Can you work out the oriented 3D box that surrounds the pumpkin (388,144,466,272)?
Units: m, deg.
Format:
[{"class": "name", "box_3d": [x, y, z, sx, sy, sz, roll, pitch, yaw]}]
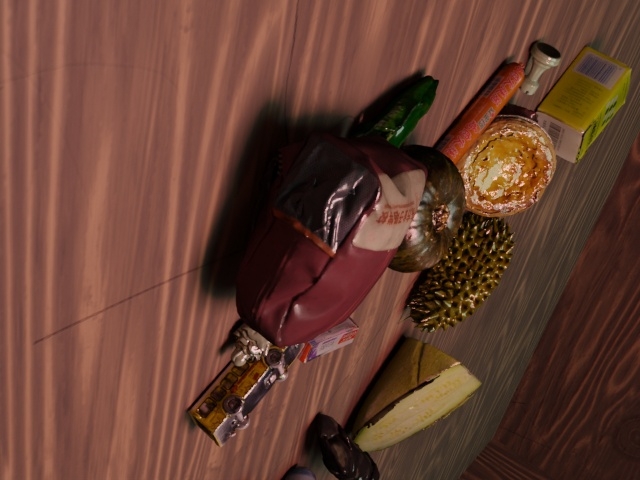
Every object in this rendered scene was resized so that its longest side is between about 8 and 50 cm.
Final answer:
[{"class": "pumpkin", "box_3d": [0.156, -0.056, 1.564, 0.223, 0.157, 0.224, -26, 128, -39]}]

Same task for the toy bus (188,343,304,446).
[{"class": "toy bus", "box_3d": [-0.115, 0.228, 1.479, 0.226, 0.074, 0.081, -49, 157, -20]}]

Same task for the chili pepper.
[{"class": "chili pepper", "box_3d": [0.127, -0.195, 1.453, 0.216, 0.062, 0.108, -44, 160, -30]}]

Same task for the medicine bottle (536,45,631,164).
[{"class": "medicine bottle", "box_3d": [0.644, -0.335, 2.216, 0.250, 0.141, 0.137, -49, 159, -19]}]

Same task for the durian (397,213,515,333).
[{"class": "durian", "box_3d": [0.334, 0.072, 2.094, 0.356, 0.157, 0.169, -51, 173, -15]}]

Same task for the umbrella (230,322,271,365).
[{"class": "umbrella", "box_3d": [-0.094, 0.140, 1.430, 0.143, 0.062, 0.067, -52, 128, -18]}]

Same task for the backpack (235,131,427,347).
[{"class": "backpack", "box_3d": [0.000, 0.000, 1.272, 0.317, 0.197, 0.283, -60, 159, 17]}]

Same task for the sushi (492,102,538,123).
[{"class": "sushi", "box_3d": [0.435, -0.214, 1.994, 0.161, 0.107, 0.241, -39, 150, -45]}]

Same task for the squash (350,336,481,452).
[{"class": "squash", "box_3d": [0.213, 0.414, 2.210, 0.309, 0.210, 0.233, -59, 147, -9]}]

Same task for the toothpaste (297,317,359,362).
[{"class": "toothpaste", "box_3d": [0.011, 0.187, 1.728, 0.196, 0.040, 0.047, -11, 132, -61]}]

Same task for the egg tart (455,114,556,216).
[{"class": "egg tart", "box_3d": [0.372, -0.156, 1.866, 0.094, 0.234, 0.234, -106, -147, -60]}]

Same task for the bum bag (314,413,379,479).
[{"class": "bum bag", "box_3d": [0.065, 0.512, 2.069, 0.095, 0.144, 0.340, -26, 146, 4]}]

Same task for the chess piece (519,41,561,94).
[{"class": "chess piece", "box_3d": [0.460, -0.363, 1.912, 0.067, 0.067, 0.103, -31, 155, -47]}]

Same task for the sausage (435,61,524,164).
[{"class": "sausage", "box_3d": [0.301, -0.233, 1.760, 0.348, 0.053, 0.053, -50, 156, -19]}]

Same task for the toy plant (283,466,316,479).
[{"class": "toy plant", "box_3d": [-0.036, 0.634, 1.982, 0.332, 0.247, 0.247, -26, 142, -57]}]
